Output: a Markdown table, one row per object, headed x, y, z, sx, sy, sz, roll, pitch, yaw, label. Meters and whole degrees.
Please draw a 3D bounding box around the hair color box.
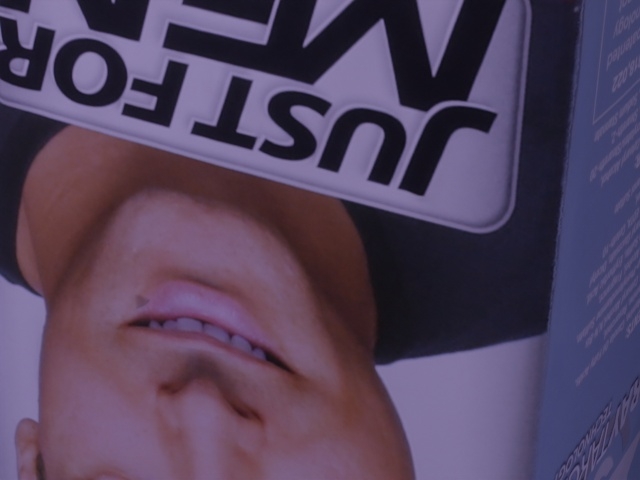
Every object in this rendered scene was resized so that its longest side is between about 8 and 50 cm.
| x | y | z | sx | sy | sz | roll | pitch | yaw | label |
| --- | --- | --- | --- | --- | --- | --- | --- | --- | --- |
| 0.000 | 0.000 | 0.509 | 0.185 | 0.374 | 0.113 | 16 | 33 | 23 | hair color box |
